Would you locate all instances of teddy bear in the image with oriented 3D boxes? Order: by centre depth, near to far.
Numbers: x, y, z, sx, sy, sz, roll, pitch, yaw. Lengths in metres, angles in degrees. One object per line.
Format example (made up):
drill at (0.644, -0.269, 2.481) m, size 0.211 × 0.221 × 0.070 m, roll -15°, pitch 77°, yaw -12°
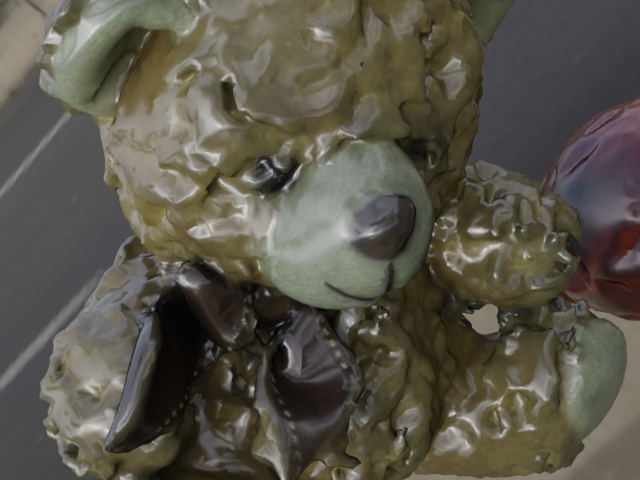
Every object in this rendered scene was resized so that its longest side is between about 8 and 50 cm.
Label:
teddy bear at (0.000, 0.000, 0.384) m, size 0.156 × 0.267 × 0.256 m, roll 42°, pitch 139°, yaw 46°

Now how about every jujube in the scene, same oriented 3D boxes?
jujube at (0.235, -0.012, 0.727) m, size 0.168 × 0.168 × 0.236 m, roll -67°, pitch 12°, yaw -23°
